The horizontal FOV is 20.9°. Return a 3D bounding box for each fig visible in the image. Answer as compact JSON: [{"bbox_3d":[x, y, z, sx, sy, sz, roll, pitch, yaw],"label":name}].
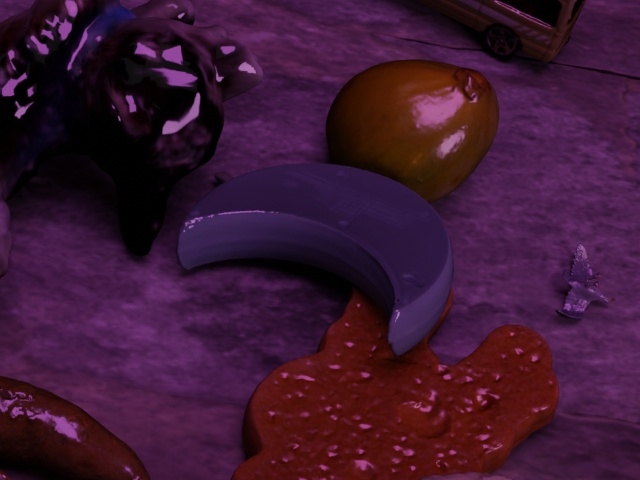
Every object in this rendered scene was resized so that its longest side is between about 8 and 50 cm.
[{"bbox_3d":[0.080,-0.097,1.513,0.153,0.121,0.136,-26,66,-4],"label":"fig"}]

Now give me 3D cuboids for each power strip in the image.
[{"bbox_3d":[0.000,0.000,1.423,0.253,0.054,0.167,23,41,27],"label":"power strip"}]

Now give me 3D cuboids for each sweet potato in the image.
[{"bbox_3d":[-0.240,0.126,1.282,0.274,0.067,0.067,27,51,4],"label":"sweet potato"}]

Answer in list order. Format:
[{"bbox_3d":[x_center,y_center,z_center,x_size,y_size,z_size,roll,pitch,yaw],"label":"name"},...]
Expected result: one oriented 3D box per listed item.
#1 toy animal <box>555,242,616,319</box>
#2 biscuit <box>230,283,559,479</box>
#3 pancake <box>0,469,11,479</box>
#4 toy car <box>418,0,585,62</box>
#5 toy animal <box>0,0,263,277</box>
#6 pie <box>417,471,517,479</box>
[{"bbox_3d":[0.231,0.040,1.494,0.050,0.028,0.084,18,50,11],"label":"toy animal"},{"bbox_3d":[0.046,0.153,1.344,0.202,0.047,0.334,29,48,16],"label":"biscuit"},{"bbox_3d":[-0.282,0.215,1.227,0.158,0.028,0.158,8,54,-10],"label":"pancake"},{"bbox_3d":[0.136,-0.277,1.661,0.257,0.124,0.101,27,49,7],"label":"toy car"},{"bbox_3d":[-0.212,-0.097,1.389,0.344,0.194,0.302,-12,60,-10],"label":"toy animal"},{"bbox_3d":[0.100,0.315,1.090,0.339,0.339,0.077,-24,18,-29],"label":"pie"}]
